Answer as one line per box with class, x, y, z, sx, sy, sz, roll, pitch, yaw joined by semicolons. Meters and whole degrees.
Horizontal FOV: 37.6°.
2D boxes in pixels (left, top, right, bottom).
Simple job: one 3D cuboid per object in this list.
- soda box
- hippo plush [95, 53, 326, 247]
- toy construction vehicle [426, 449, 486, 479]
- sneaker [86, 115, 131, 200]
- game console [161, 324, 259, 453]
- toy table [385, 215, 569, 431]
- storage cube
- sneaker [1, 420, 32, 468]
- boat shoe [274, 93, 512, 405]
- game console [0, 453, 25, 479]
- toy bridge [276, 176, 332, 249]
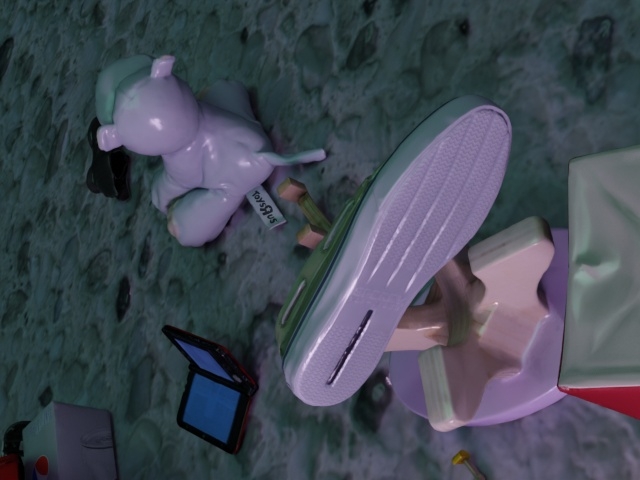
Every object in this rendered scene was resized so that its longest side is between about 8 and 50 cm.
soda box;-0.340;0.370;1.300;0.091;0.098;0.286;-43;45;29
hippo plush;-0.200;-0.123;1.267;0.234;0.236;0.294;-57;41;11
toy construction vehicle;0.133;0.261;0.890;0.086;0.035;0.098;-58;37;27
sneaker;-0.353;-0.142;1.591;0.089;0.051;0.170;-17;65;42
game console;-0.155;0.186;1.198;0.144;0.124;0.085;11;55;49
toy table;0.134;0.068;0.876;0.274;0.161;0.252;-41;47;26
storage cube;0.306;0.036;0.678;0.215;0.193;0.184;-10;65;46
sneaker;-0.454;0.383;1.441;0.106;0.078;0.234;-172;86;-75
boat shoe;0.045;0.000;0.801;0.302;0.109;0.094;-57;40;14
game console;-0.377;0.441;1.154;0.386;0.060;0.342;149;113;-70
toy bridge;0.000;0.000;1.126;0.026;0.063;0.188;-43;47;25
